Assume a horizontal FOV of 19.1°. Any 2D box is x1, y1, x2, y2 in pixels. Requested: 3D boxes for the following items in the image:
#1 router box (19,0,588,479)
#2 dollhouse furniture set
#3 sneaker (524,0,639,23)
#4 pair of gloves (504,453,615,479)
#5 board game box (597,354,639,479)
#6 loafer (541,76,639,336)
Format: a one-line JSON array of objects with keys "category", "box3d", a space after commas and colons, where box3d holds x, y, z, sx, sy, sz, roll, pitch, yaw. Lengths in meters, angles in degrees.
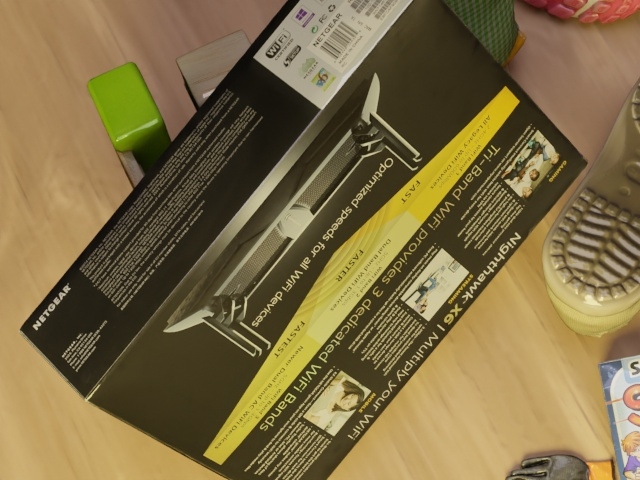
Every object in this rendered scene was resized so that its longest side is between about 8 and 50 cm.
[{"category": "router box", "box3d": [0.000, 0.000, 1.173, 0.309, 0.243, 0.081, -50, 52, 0]}, {"category": "dollhouse furniture set", "box3d": [0.024, -0.069, 1.259, 0.301, 0.197, 0.151, -25, 69, -5]}, {"category": "sneaker", "box3d": [0.142, -0.285, 1.379, 0.299, 0.121, 0.112, 48, 49, 10]}, {"category": "pair of gloves", "box3d": [0.161, 0.182, 1.257, 0.074, 0.010, 0.083, -5, 69, 2]}, {"category": "board game box", "box3d": [0.293, 0.129, 1.241, 0.201, 0.035, 0.136, -12, 69, 8]}, {"category": "loafer", "box3d": [0.228, -0.037, 1.295, 0.102, 0.092, 0.268, 37, 60, 14]}]
